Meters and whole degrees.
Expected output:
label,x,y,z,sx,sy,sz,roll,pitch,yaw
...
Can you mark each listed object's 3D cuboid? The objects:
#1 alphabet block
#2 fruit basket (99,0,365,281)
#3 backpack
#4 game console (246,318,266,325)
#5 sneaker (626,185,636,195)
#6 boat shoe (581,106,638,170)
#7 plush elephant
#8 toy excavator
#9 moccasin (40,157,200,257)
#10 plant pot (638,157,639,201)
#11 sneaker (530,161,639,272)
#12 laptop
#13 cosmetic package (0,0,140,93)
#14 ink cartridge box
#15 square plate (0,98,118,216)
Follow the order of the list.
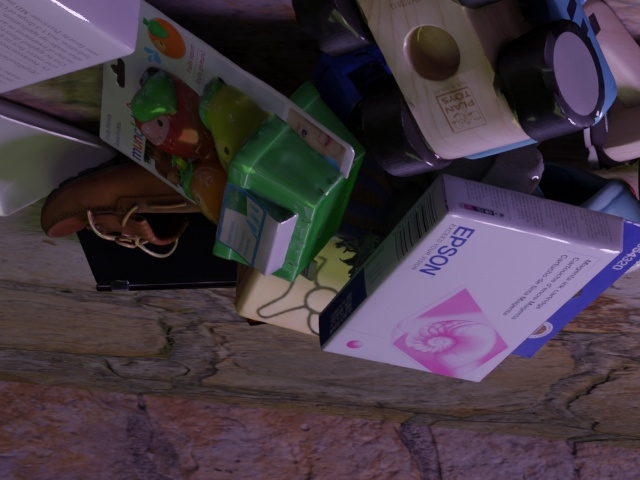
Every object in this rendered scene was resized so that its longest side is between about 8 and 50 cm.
label,x,y,z,sx,sy,sz,roll,pitch,yaw
alphabet block,0.000,0.000,1.900,0.192,0.193,0.197,18,129,-13
fruit basket,-0.133,-0.112,1.629,0.353,0.165,0.327,30,149,7
backpack,0.060,-0.199,1.619,0.120,0.101,0.098,-25,173,-21
game console,0.101,0.090,2.299,0.386,0.060,0.342,-11,173,33
sneaker,0.448,-0.033,2.050,0.067,0.064,0.175,-3,159,4
boat shoe,0.373,-0.149,1.739,0.069,0.081,0.228,-3,166,15
plush elephant,0.189,-0.079,1.730,0.330,0.272,0.255,-12,143,-45
toy excavator,0.236,-0.215,1.422,0.222,0.445,0.433,-14,112,40
moccasin,-0.234,-0.048,1.897,0.380,0.147,0.139,-12,-179,23
plant pot,0.606,-0.035,1.755,0.280,0.323,0.323,-12,161,-7
sneaker,0.325,-0.055,1.925,0.366,0.135,0.150,7,130,55
laptop,-0.171,-0.045,2.165,0.382,0.236,0.408,-2,-173,13
cosmetic package,-0.430,-0.259,1.425,0.453,0.161,0.230,-11,156,31
ink cartridge box,0.212,0.065,1.664,0.330,0.071,0.324,13,141,-22
square plate,-0.519,-0.140,1.913,0.347,0.049,0.344,19,153,-36
